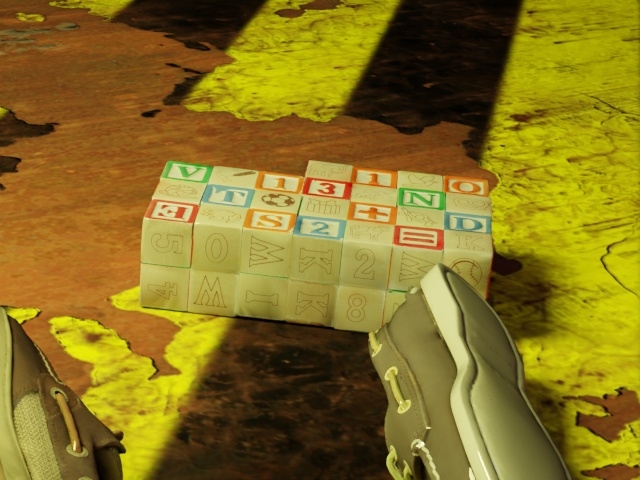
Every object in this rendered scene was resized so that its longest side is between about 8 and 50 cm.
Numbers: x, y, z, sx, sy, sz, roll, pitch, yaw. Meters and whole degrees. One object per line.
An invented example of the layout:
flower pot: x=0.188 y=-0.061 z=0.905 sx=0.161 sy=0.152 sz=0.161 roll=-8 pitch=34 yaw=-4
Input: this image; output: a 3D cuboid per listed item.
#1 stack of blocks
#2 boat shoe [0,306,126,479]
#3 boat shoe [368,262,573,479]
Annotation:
stack of blocks: x=0.000 y=0.000 z=1.385 sx=0.297 sy=0.087 sz=0.171 roll=6 pitch=24 yaw=1
boat shoe: x=-0.189 y=0.155 z=1.008 sx=0.123 sy=0.123 sz=0.342 roll=28 pitch=10 yaw=-25
boat shoe: x=0.097 y=0.134 z=1.107 sx=0.116 sy=0.097 sz=0.324 roll=41 pitch=17 yaw=-24
